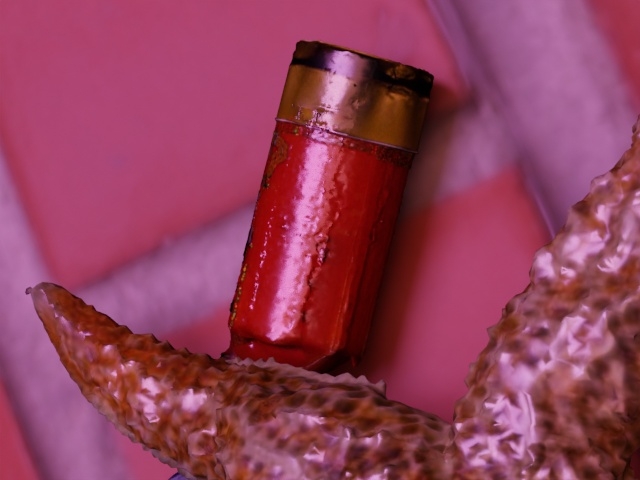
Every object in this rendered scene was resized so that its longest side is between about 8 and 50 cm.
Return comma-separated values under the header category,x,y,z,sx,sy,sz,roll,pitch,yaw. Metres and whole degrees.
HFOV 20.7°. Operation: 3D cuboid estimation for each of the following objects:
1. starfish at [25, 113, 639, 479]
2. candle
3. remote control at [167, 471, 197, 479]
category,x,y,z,sx,sy,sz,roll,pitch,yaw
starfish,0.051,0.083,0.519,0.347,0.078,0.358,16,93,17
candle,0.000,0.000,0.595,0.052,0.052,0.131,14,93,18
remote control,-0.065,0.146,0.619,0.043,0.027,0.152,31,97,11
